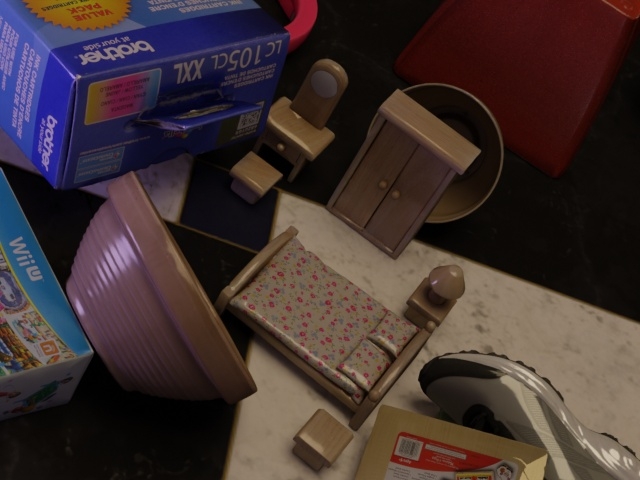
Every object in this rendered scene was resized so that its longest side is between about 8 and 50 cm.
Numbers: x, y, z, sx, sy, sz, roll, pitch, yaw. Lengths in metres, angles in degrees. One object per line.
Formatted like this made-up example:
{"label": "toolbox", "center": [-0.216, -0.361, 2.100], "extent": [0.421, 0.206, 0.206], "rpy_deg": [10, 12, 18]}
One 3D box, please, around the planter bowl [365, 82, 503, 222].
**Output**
{"label": "planter bowl", "center": [0.144, -0.110, 1.538], "extent": [0.162, 0.162, 0.109], "rpy_deg": [38, 19, 6]}

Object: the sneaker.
{"label": "sneaker", "center": [0.210, 0.210, 1.301], "extent": [0.271, 0.100, 0.108], "rpy_deg": [37, 52, 10]}

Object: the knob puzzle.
{"label": "knob puzzle", "center": [0.112, 0.270, 1.238], "extent": [0.213, 0.030, 0.213], "rpy_deg": [-2, 61, 4]}

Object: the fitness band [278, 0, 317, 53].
{"label": "fitness band", "center": [-0.127, -0.338, 1.651], "extent": [0.209, 0.054, 0.290], "rpy_deg": [-14, 59, -33]}

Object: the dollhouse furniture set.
{"label": "dollhouse furniture set", "center": [0.000, 0.000, 1.341], "extent": [0.303, 0.173, 0.355], "rpy_deg": [37, 45, 6]}

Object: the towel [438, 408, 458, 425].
{"label": "towel", "center": [0.167, 0.246, 1.326], "extent": [0.113, 0.023, 0.152], "rpy_deg": [21, 46, -12]}

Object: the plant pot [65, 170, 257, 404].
{"label": "plant pot", "center": [-0.161, 0.063, 1.205], "extent": [0.110, 0.237, 0.237], "rpy_deg": [-30, 66, -6]}

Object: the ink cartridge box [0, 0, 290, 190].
{"label": "ink cartridge box", "center": [-0.224, -0.211, 1.370], "extent": [0.270, 0.151, 0.395], "rpy_deg": [-20, 54, -38]}

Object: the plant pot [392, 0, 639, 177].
{"label": "plant pot", "center": [0.298, -0.296, 1.707], "extent": [0.267, 0.235, 0.267], "rpy_deg": [34, 44, 2]}

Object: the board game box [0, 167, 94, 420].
{"label": "board game box", "center": [-0.388, 0.068, 1.133], "extent": [0.303, 0.097, 0.224], "rpy_deg": [-13, 60, -36]}
